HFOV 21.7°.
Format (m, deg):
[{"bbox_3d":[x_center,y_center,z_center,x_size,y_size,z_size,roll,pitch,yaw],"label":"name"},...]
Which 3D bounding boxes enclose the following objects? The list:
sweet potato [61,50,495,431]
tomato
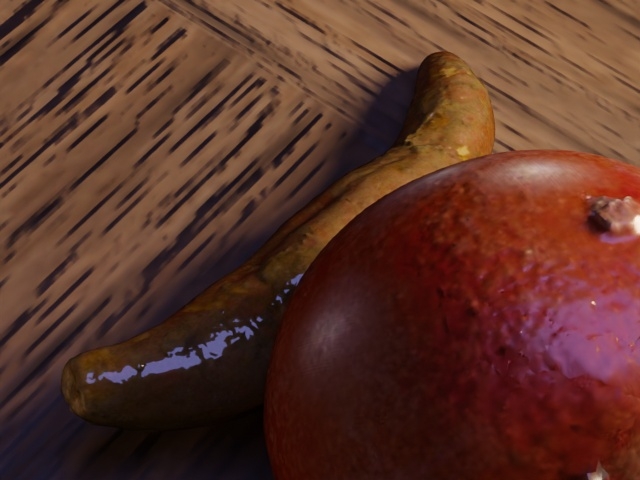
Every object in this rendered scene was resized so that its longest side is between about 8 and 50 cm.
[{"bbox_3d":[0.010,0.001,0.629,0.078,0.058,0.255,19,45,30],"label":"sweet potato"},{"bbox_3d":[0.063,0.051,0.536,0.167,0.167,0.167,5,52,-7],"label":"tomato"}]
